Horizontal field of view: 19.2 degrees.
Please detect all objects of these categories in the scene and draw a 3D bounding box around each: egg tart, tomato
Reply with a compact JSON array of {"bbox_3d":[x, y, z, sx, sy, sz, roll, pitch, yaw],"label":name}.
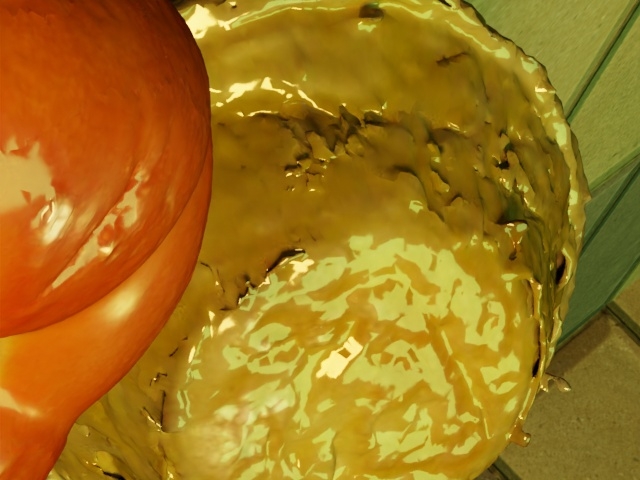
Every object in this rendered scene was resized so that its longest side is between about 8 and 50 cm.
[{"bbox_3d":[-0.004,0.037,0.868,0.341,0.132,0.341,-12,127,-16],"label":"egg tart"},{"bbox_3d":[-0.146,-0.007,0.527,0.260,0.180,0.260,-44,167,-13],"label":"tomato"}]
